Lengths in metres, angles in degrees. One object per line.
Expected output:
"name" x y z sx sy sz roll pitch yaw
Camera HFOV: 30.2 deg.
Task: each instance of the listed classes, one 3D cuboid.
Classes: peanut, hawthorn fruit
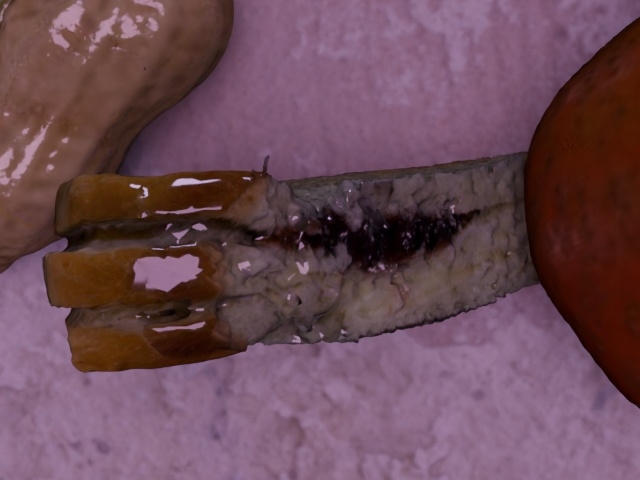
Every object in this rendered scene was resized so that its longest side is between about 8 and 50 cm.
"peanut" -0.162 -0.088 0.737 0.123 0.123 0.257 43 96 0
"hawthorn fruit" 0.260 -0.025 0.623 0.277 0.298 0.277 1 77 -4

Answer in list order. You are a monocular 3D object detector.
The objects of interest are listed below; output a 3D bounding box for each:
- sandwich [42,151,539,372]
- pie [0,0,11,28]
"sandwich" 0.000 0.005 0.670 0.288 0.254 0.100 -5 91 1
"pie" -0.271 -0.212 0.766 0.240 0.054 0.241 0 96 2
